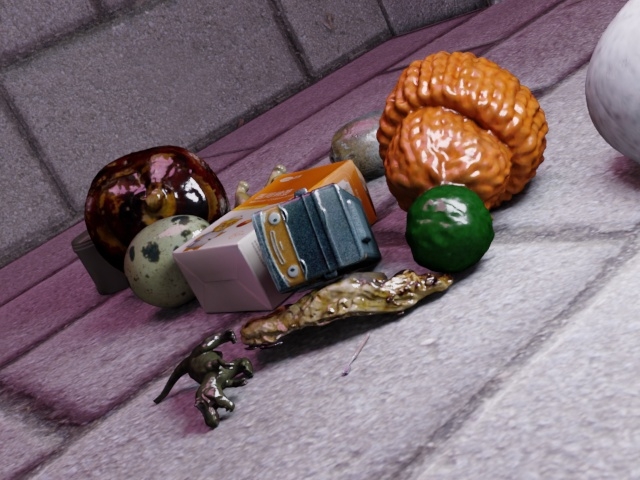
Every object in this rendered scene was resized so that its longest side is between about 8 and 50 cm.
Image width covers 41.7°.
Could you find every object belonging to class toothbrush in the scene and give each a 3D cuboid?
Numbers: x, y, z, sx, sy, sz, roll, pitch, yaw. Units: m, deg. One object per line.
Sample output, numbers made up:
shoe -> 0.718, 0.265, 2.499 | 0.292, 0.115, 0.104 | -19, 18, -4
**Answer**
toothbrush -> 0.051, 0.156, 1.166 | 0.008, 0.006, 0.097 | -6, 25, 29

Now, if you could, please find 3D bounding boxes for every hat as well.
hat -> 0.197, -0.103, 1.377 | 0.285, 0.285, 0.400 | -10, 38, 43

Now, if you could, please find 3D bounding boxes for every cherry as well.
cherry -> 0.531, -0.233, 1.191 | 0.335, 0.291, 0.326 | -37, 17, 40

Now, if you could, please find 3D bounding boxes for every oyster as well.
oyster -> 0.030, 0.094, 1.269 | 0.345, 0.078, 0.129 | -18, -3, 18

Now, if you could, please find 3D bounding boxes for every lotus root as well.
lotus root -> 0.175, -0.238, 1.958 | 0.323, 0.139, 0.158 | -20, -8, 0

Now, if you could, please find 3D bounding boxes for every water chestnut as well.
water chestnut -> -0.370, -0.064, 1.968 | 0.335, 0.335, 0.347 | -23, 4, 11

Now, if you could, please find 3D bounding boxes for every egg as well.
egg -> -0.299, 0.038, 1.718 | 0.228, 0.177, 0.177 | -40, 7, 33

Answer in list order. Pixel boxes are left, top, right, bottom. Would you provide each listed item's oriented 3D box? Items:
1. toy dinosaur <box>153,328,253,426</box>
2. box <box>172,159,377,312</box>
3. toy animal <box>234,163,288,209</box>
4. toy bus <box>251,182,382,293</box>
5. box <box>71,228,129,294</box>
toy dinosaur -> -0.193, 0.208, 1.238 | 0.179, 0.087, 0.187 | -24, 15, 4
box -> -0.081, -0.012, 1.631 | 0.225, 0.143, 0.341 | -7, 26, 47
toy animal -> -0.117, -0.096, 1.999 | 0.233, 0.121, 0.168 | -18, 32, 37
toy bus -> 0.000, 0.000, 1.350 | 0.167, 0.138, 0.275 | -21, -6, 10
box -> -0.505, 0.018, 2.162 | 0.226, 0.149, 0.226 | -24, 16, 7
